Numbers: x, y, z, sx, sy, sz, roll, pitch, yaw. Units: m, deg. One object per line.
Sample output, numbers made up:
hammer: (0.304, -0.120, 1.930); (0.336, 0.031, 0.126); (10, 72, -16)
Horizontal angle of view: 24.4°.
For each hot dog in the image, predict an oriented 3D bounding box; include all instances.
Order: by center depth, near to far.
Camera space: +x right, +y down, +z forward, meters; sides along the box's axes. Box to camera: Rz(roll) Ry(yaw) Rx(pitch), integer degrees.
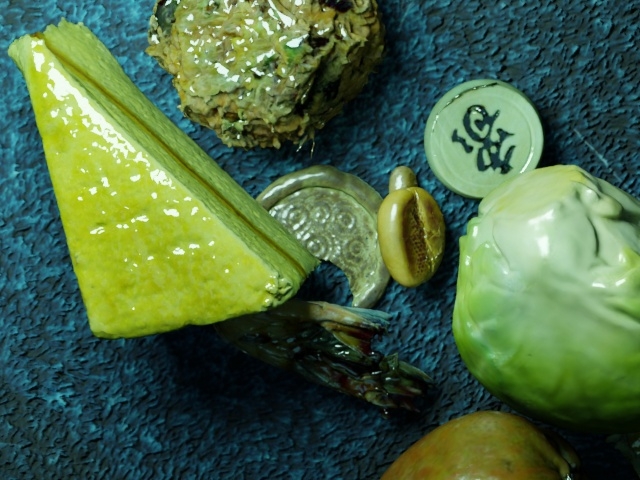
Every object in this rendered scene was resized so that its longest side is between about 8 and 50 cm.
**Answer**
hot dog: (0.104, -0.015, 1.761); (0.089, 0.060, 0.140); (-18, 104, -32)

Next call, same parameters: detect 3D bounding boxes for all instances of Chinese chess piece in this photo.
Chinese chess piece: (0.194, -0.119, 1.752); (0.144, 0.058, 0.144); (0, 99, -1)

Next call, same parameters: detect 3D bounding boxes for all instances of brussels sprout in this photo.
brussels sprout: (0.298, 0.065, 1.669); (0.344, 0.268, 0.344); (16, 137, 15)

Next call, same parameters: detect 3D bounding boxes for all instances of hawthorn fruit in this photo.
hawthorn fruit: (0.175, 0.345, 1.728); (0.300, 0.268, 0.268); (-30, 99, 16)

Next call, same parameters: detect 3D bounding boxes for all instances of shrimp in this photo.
shrimp: (0.016, 0.117, 1.744); (0.289, 0.178, 0.075); (25, 62, -4)

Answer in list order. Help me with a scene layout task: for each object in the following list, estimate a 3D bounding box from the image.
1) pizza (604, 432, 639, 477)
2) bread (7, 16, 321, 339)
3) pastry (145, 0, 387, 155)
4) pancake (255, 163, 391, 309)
pizza: (0.488, 0.332, 1.811); (0.279, 0.075, 0.288); (2, 86, 3)
bread: (-0.175, -0.094, 1.650); (0.244, 0.233, 0.362); (-14, 98, 10)
pastry: (-0.060, -0.231, 1.659); (0.274, 0.193, 0.275); (0, 101, 0)
pancake: (0.000, 0.000, 1.787); (0.190, 0.020, 0.184); (1, 100, -2)
